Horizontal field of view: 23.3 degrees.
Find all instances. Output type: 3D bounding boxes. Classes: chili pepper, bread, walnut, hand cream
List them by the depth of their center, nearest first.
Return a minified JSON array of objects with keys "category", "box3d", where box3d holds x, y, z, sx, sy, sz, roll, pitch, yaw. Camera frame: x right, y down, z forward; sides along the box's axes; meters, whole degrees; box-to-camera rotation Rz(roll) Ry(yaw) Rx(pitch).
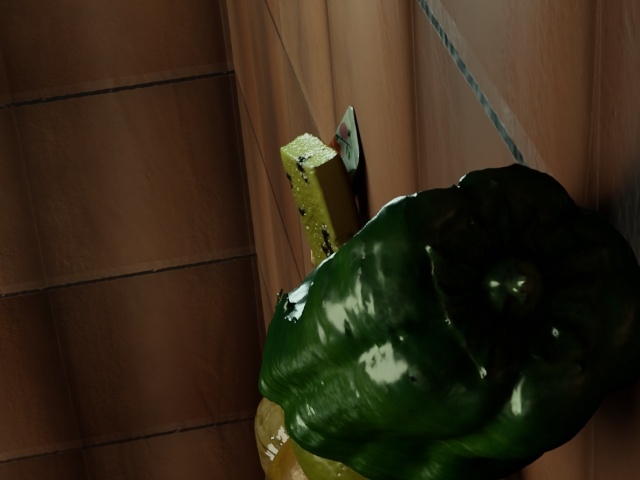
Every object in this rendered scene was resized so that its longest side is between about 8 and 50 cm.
[{"category":"chili pepper","box3d":[0.076,0.069,0.961,0.385,0.213,0.167,138,111,-76]},{"category":"bread","box3d":[0.014,-0.019,1.890,0.088,0.049,0.226,32,147,51]},{"category":"hand cream","box3d":[0.022,-0.083,1.924,0.234,0.050,0.080,113,151,-67]},{"category":"walnut","box3d":[-0.015,0.280,2.226,0.207,0.167,0.167,-108,11,-63]}]

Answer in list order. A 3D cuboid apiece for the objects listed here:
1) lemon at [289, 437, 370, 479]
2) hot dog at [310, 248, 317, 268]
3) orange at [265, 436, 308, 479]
[{"category":"lemon","box3d":[0.056,0.133,1.315,0.184,0.184,0.248,89,169,-50]},{"category":"hot dog","box3d":[0.000,0.000,2.279,0.037,0.021,0.083,-27,-61,-56]},{"category":"orange","box3d":[0.035,0.264,1.658,0.249,0.183,0.249,169,90,-82]}]
